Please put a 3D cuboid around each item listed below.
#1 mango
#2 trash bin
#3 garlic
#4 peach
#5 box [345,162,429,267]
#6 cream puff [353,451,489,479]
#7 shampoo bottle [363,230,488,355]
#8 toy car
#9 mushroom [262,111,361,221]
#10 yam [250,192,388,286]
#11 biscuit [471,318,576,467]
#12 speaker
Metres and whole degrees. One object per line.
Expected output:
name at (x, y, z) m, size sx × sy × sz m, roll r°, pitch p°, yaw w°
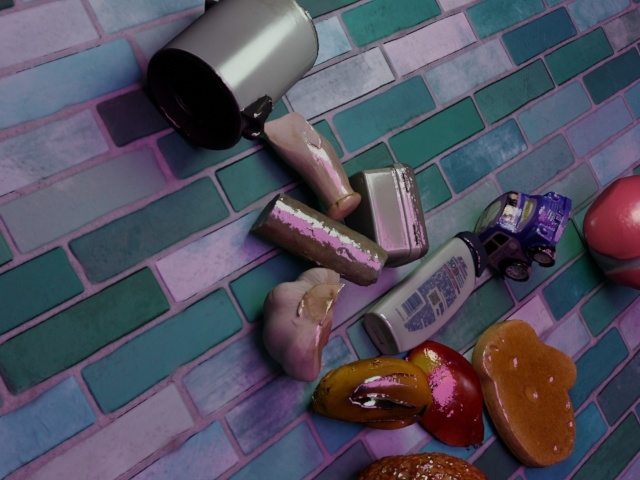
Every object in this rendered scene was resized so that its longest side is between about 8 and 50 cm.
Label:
mango at (0.100, 0.300, 1.765) m, size 0.248 × 0.151 × 0.156 m, roll -3°, pitch 119°, yaw -29°
trash bin at (-0.163, -0.331, 1.712) m, size 0.277 × 0.217 × 0.262 m, roll 29°, pitch 54°, yaw 16°
garlic at (-0.042, 0.156, 1.713) m, size 0.142 × 0.178 × 0.229 m, roll 11°, pitch 47°, yaw -1°
peach at (0.284, 0.335, 1.935) m, size 0.279 × 0.068 × 0.189 m, roll 49°, pitch 56°, yaw -15°
box at (0.132, -0.049, 1.890) m, size 0.129 × 0.148 × 0.210 m, roll -5°, pitch 80°, yaw -27°
cream puff at (0.208, 0.549, 1.688) m, size 0.350 × 0.229 × 0.351 m, roll 6°, pitch 67°, yaw -13°
shampoo bottle at (0.241, 0.116, 1.961) m, size 0.359 × 0.078 × 0.134 m, roll -38°, pitch 103°, yaw -38°
toy car at (0.456, -0.028, 2.073) m, size 0.158 × 0.235 × 0.172 m, roll 32°, pitch 59°, yaw -11°
mushroom at (-0.011, -0.155, 1.832) m, size 0.247 × 0.096 × 0.108 m, roll 53°, pitch 25°, yaw 0°
yam at (0.000, 0.000, 1.778) m, size 0.259 × 0.106 × 0.106 m, roll 29°, pitch 60°, yaw -13°
biscuit at (0.481, 0.337, 2.082) m, size 0.287 × 0.057 × 0.344 m, roll -30°, pitch 95°, yaw -38°
speaker at (0.812, -0.013, 2.298) m, size 0.294 × 0.294 × 0.294 m, roll 11°, pitch 70°, yaw -33°
